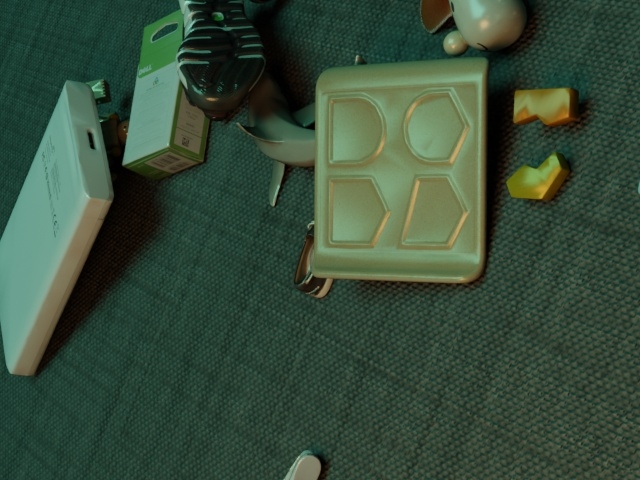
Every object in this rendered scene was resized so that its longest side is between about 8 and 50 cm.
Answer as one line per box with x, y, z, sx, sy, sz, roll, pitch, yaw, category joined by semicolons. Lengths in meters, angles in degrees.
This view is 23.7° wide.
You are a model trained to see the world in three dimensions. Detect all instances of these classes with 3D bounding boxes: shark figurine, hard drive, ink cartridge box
-0.032;-0.131;1.753;0.278;0.116;0.166;4;78;55;shark figurine
-0.375;-0.013;2.117;0.353;0.047;0.233;-59;35;37;hard drive
-0.196;-0.196;2.033;0.109;0.062;0.209;-17;60;47;ink cartridge box

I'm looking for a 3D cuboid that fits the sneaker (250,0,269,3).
-0.021;-0.360;1.877;0.215;0.084;0.083;-43;53;33;sneaker

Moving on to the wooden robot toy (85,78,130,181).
-0.281;-0.149;2.139;0.079;0.076;0.173;-13;60;8;wooden robot toy

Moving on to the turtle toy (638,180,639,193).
0.321;-0.050;1.294;0.130;0.066;0.095;-48;41;26;turtle toy

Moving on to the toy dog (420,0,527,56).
0.065;-0.309;1.630;0.161;0.220;0.334;-44;43;17;toy dog

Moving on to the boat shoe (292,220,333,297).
0.000;0.000;1.706;0.046;0.038;0.125;10;82;53;boat shoe

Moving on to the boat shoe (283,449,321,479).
-0.029;0.268;1.622;0.035;0.035;0.100;-116;47;-78;boat shoe

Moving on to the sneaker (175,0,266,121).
-0.124;-0.196;1.885;0.281;0.106;0.162;-96;7;-52;sneaker

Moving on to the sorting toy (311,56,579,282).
0.122;-0.071;1.552;0.307;0.041;0.229;1;87;37;sorting toy
